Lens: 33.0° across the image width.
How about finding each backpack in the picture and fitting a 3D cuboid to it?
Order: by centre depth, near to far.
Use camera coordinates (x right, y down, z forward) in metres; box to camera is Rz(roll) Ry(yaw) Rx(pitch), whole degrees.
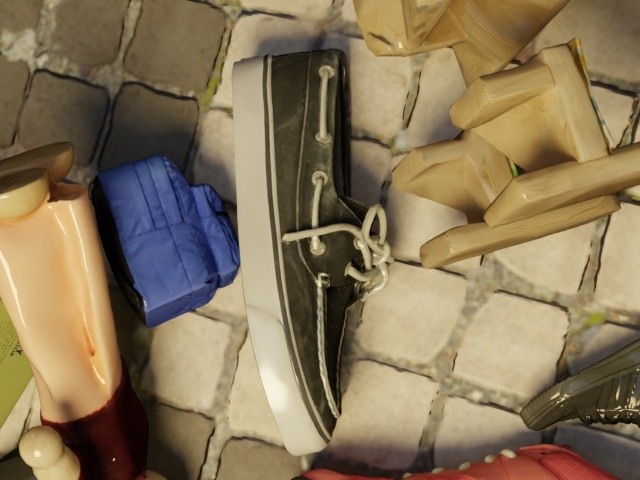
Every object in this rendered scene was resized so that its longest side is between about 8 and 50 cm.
[{"bbox_3d":[-0.122,-0.006,0.845,0.101,0.098,0.120,-23,79,-18],"label":"backpack"}]

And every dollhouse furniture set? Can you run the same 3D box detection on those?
[{"bbox_3d":[0.174,-0.218,0.660,0.256,0.394,0.362,-16,81,-14],"label":"dollhouse furniture set"}]

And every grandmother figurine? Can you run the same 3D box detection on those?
[{"bbox_3d":[-0.169,0.113,0.785,0.104,0.208,0.342,-10,111,15],"label":"grandmother figurine"}]

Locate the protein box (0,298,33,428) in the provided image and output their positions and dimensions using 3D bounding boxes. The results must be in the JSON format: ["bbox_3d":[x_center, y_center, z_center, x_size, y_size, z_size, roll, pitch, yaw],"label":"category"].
[{"bbox_3d":[-0.332,0.092,0.833,0.136,0.201,0.200,33,94,14],"label":"protein box"}]

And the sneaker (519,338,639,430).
[{"bbox_3d":[0.234,0.116,0.763,0.170,0.051,0.089,-30,74,7],"label":"sneaker"}]

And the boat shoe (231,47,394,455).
[{"bbox_3d":[0.001,0.001,0.804,0.105,0.113,0.306,-9,68,8],"label":"boat shoe"}]

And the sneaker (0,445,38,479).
[{"bbox_3d":[-0.299,0.273,0.851,0.283,0.124,0.107,-46,77,7],"label":"sneaker"}]

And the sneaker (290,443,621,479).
[{"bbox_3d":[0.129,0.204,0.773,0.313,0.116,0.136,11,54,24],"label":"sneaker"}]
